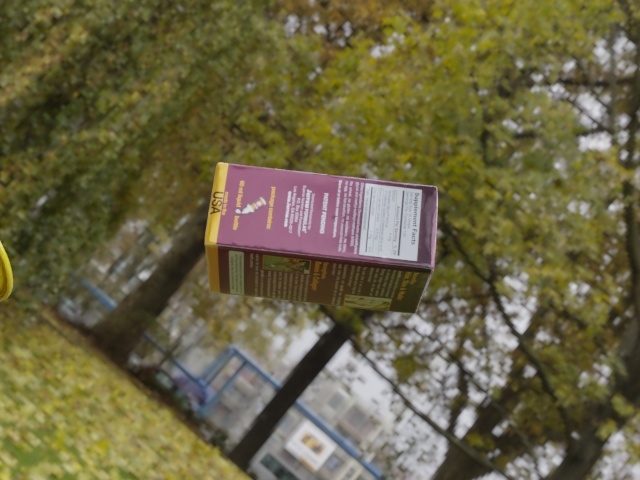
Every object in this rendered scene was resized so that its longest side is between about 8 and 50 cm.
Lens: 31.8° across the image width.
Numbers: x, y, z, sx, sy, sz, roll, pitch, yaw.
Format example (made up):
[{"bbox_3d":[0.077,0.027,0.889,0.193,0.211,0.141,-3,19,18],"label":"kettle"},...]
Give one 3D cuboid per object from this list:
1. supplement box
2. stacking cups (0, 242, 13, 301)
[{"bbox_3d":[0.000,0.000,0.962,0.188,0.080,0.104,6,-25,-1],"label":"supplement box"},{"bbox_3d":[-0.368,0.073,0.772,0.096,0.316,0.096,26,-48,32],"label":"stacking cups"}]
